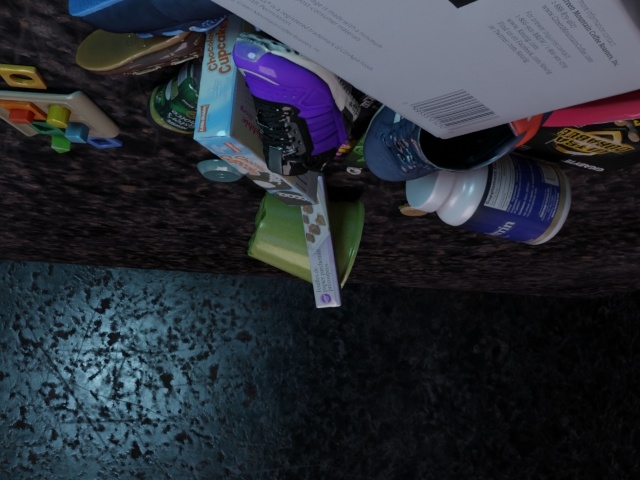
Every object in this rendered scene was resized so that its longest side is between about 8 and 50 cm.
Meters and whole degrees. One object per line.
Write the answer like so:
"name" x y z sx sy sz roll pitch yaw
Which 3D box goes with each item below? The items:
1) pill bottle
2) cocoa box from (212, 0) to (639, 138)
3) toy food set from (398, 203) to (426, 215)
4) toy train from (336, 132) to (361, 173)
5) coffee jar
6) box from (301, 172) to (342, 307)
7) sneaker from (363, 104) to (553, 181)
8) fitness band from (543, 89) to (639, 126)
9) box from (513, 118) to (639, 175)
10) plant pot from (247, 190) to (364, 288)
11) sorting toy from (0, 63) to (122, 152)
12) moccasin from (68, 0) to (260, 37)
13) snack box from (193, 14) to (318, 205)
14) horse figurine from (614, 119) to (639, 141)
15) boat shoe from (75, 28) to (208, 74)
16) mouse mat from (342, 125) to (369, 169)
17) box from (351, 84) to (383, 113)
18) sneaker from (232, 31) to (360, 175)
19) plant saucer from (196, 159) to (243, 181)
"pill bottle" 0.300 -0.090 1.096 0.264 0.153 0.153 12 165 -16
"cocoa box" 0.105 -0.261 0.480 0.231 0.228 0.347 -9 163 41
"toy food set" 0.262 -0.087 1.689 0.082 0.020 0.083 11 165 -34
"toy train" 0.042 -0.188 1.240 0.166 0.046 0.125 17 162 -38
"coffee jar" -0.214 -0.233 0.998 0.096 0.079 0.184 12 165 -36
"box" 0.000 0.000 1.462 0.063 0.324 0.067 -6 -166 9
"sneaker" 0.142 -0.135 0.773 0.131 0.148 0.350 47 149 -10
"fitness band" 0.294 -0.235 0.688 0.290 0.054 0.209 2 129 43
"box" 0.467 -0.205 1.016 0.321 0.080 0.257 9 164 -26
"plant pot" -0.051 -0.013 1.615 0.253 0.276 0.276 17 165 -10
"sorting toy" -0.509 -0.227 1.148 0.195 0.047 0.348 1 167 6
"moccasin" -0.137 -0.296 0.662 0.341 0.138 0.116 10 179 37
"snack box" -0.080 -0.185 0.938 0.060 0.187 0.322 -1 167 20
"horse figurine" 0.439 -0.208 0.799 0.263 0.175 0.066 2 153 -4
"boat shoe" -0.248 -0.268 0.859 0.206 0.073 0.073 -3 164 24
"mouse mat" 0.154 -0.181 1.198 0.189 0.007 0.153 6 148 -26
"box" 0.151 -0.245 0.881 0.147 0.078 0.180 8 166 -25
"sneaker" -0.036 -0.159 0.807 0.102 0.146 0.293 27 -177 24
"plant saucer" -0.235 -0.162 1.442 0.119 0.021 0.119 2 167 1
